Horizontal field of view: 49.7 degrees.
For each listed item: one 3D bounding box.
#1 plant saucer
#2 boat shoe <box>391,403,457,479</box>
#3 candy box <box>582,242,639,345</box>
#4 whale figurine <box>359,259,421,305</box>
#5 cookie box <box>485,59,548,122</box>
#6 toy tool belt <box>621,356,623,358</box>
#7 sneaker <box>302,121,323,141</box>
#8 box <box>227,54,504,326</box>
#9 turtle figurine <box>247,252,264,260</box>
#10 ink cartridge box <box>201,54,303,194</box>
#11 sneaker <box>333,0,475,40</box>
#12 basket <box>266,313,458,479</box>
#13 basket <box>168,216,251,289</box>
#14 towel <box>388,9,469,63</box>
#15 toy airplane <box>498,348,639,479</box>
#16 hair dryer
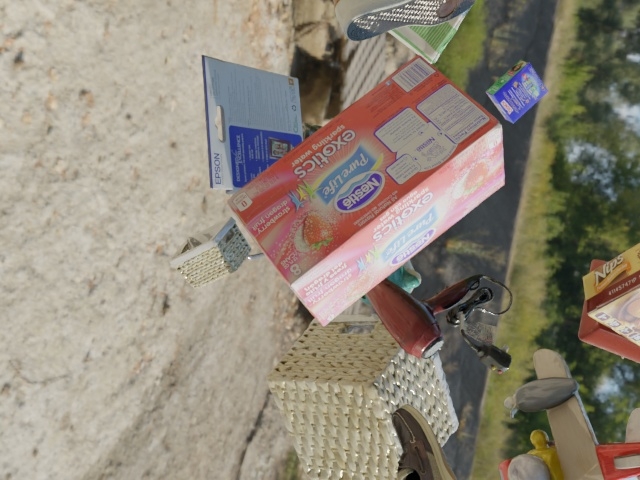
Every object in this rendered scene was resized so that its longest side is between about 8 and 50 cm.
[{"bbox_3d":[0.813,0.183,1.775,0.048,0.258,0.259,102,10,-57],"label":"plant saucer"},{"bbox_3d":[0.189,0.433,1.306,0.285,0.092,0.103,-118,-161,-46],"label":"boat shoe"},{"bbox_3d":[0.601,0.115,1.099,0.183,0.316,0.088,-44,-156,43],"label":"candy box"},{"bbox_3d":[0.145,0.067,1.722,0.141,0.216,0.272,-48,157,-24],"label":"whale figurine"},{"bbox_3d":[0.445,-0.337,1.567,0.107,0.092,0.040,-42,-153,5],"label":"cookie box"},{"bbox_3d":[0.812,0.272,1.826,0.051,0.052,0.083,-32,127,-21],"label":"toy tool belt"},{"bbox_3d":[-0.016,-0.298,2.013,0.051,0.089,0.170,-56,-161,27],"label":"sneaker"},{"bbox_3d":[0.063,-0.058,0.846,0.300,0.154,0.142,-38,149,-4],"label":"box"},{"bbox_3d":[0.000,0.000,1.424,0.198,0.266,0.275,-45,-151,18],"label":"turtle figurine"},{"bbox_3d":[-0.165,-0.258,1.635,0.307,0.072,0.304,0,84,-45],"label":"ink cartridge box"},{"bbox_3d":[0.162,-0.477,1.322,0.106,0.290,0.123,99,-28,-59],"label":"sneaker"},{"bbox_3d":[0.101,0.372,1.630,0.266,0.328,0.332,-41,119,-48],"label":"basket"},{"bbox_3d":[-0.265,0.034,1.687,0.103,0.167,0.113,54,36,-18],"label":"basket"},{"bbox_3d":[0.291,-0.665,1.824,0.038,0.247,0.325,-41,167,-51],"label":"towel"},{"bbox_3d":[0.521,0.477,1.434,0.386,0.272,0.385,46,-50,55],"label":"toy airplane"},{"bbox_3d":[0.205,0.129,1.260,0.224,0.293,0.080,-73,-177,-53],"label":"hair dryer"}]
